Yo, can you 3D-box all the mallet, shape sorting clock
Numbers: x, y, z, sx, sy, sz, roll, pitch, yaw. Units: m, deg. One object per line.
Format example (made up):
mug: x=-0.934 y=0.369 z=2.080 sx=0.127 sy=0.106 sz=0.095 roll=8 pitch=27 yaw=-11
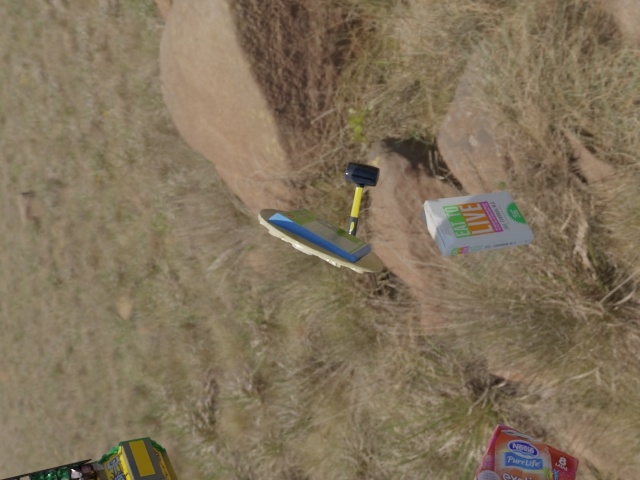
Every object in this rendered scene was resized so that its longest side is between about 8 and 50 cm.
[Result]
mallet: x=0.074 y=-0.050 z=1.116 sx=0.063 sy=0.039 sz=0.189 roll=6 pitch=106 yaw=13
shape sorting clock: x=0.000 y=0.000 z=0.916 sx=0.206 sy=0.206 sz=0.040 roll=40 pitch=107 yaw=44

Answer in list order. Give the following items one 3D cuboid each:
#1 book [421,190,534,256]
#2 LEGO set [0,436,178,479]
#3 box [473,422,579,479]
book: x=0.241 y=-0.025 z=0.926 sx=0.035 sy=0.144 sz=0.096 roll=96 pitch=161 yaw=-50
LEGO set: x=-0.222 y=0.294 z=0.400 sx=0.192 sy=0.331 sz=0.254 roll=45 pitch=116 yaw=45
box: x=0.270 y=0.412 z=0.874 sx=0.123 sy=0.128 sz=0.256 roll=21 pitch=129 yaw=21
